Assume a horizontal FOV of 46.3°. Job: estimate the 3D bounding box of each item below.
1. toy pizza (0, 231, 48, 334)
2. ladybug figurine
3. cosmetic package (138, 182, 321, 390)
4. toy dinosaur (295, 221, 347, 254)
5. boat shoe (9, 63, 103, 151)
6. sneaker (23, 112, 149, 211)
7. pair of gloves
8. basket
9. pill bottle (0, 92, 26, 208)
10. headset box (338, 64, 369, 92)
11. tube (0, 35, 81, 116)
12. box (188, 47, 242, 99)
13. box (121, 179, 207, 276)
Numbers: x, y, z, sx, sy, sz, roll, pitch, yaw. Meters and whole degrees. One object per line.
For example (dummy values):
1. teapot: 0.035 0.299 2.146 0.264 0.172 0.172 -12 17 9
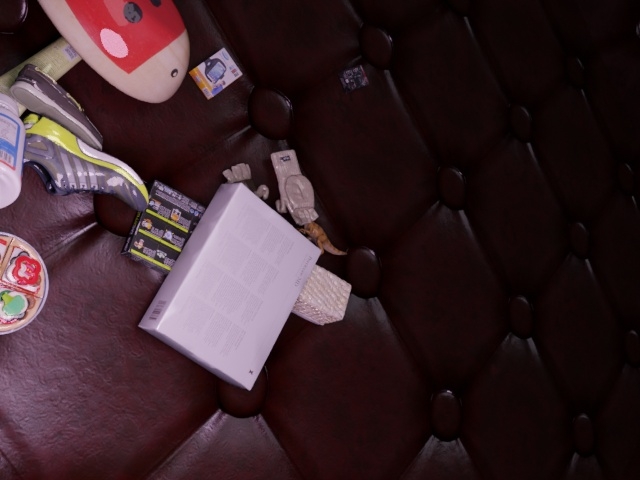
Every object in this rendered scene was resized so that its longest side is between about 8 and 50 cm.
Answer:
1. toy pizza: -0.619 0.079 1.430 0.201 0.032 0.201 10 73 -38
2. ladybug figurine: -0.436 -0.503 1.586 0.449 0.162 0.305 49 30 -24
3. cosmetic package: -0.192 0.103 1.688 0.284 0.097 0.377 40 66 -31
4. toy dinosaur: 0.000 0.000 1.943 0.211 0.064 0.112 47 53 -22
5. boat shoe: -0.523 -0.266 1.525 0.228 0.081 0.068 46 49 -46
6. sneaker: -0.497 -0.132 1.547 0.300 0.111 0.121 31 68 -22
7. pair of gloves: -0.125 -0.110 1.862 0.240 0.042 0.204 -24 86 -36
8. basket: -0.017 0.129 1.872 0.167 0.103 0.113 31 62 -31
9. pill bottle: -0.614 -0.173 1.388 0.124 0.124 0.221 22 37 -34
10. headset box: 0.099 -0.466 2.154 0.083 0.032 0.062 -29 99 -41
11. tube: -0.584 -0.347 1.548 0.240 0.070 0.062 -53 149 -31
12. box: -0.254 -0.418 1.854 0.136 0.028 0.081 -47 110 -35
13. box: -0.330 -0.013 1.686 0.191 0.045 0.184 30 65 -32
